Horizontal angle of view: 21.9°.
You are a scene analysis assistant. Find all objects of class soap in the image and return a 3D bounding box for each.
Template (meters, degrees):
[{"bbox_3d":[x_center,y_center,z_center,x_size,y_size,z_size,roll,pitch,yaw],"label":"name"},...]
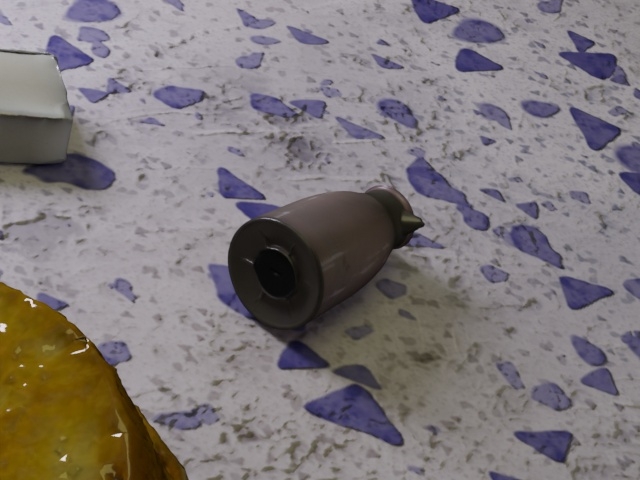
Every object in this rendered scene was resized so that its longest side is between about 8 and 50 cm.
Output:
[{"bbox_3d":[-0.336,-0.133,1.582,0.183,0.064,0.121,3,38,-21],"label":"soap"}]

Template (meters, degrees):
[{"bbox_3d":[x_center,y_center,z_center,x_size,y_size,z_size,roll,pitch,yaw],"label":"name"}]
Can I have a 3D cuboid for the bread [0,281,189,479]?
[{"bbox_3d":[-0.256,0.208,0.988,0.398,0.215,0.398,-3,49,3],"label":"bread"}]

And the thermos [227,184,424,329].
[{"bbox_3d":[0.000,0.000,1.539,0.137,0.105,0.193,4,20,36],"label":"thermos"}]
